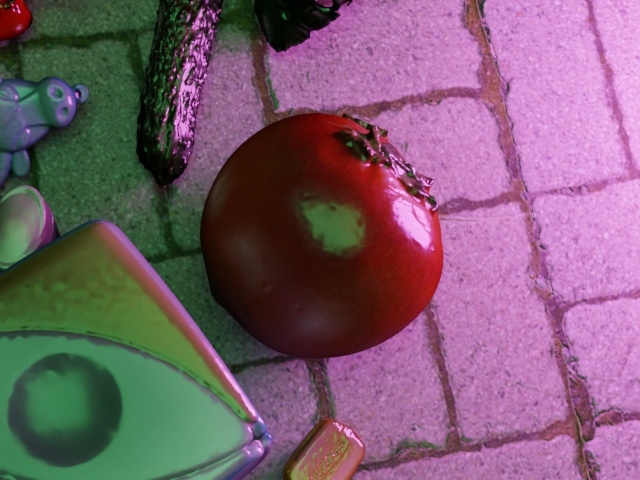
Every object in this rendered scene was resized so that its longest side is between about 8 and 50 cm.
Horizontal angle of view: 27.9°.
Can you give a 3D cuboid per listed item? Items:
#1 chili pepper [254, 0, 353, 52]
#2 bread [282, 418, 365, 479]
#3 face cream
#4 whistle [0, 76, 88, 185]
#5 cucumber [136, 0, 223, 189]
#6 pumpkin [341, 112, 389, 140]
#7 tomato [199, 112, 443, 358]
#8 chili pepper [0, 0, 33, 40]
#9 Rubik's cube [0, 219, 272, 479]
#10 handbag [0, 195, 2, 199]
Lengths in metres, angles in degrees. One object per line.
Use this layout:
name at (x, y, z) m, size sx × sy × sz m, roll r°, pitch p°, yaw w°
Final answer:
chili pepper at (0.009, -0.386, 1.827) m, size 0.148 × 0.116 × 0.264 m, roll 43°, pitch 75°, yaw 8°
bread at (0.003, 0.293, 1.691) m, size 0.082 × 0.056 × 0.115 m, roll 35°, pitch 70°, yaw -1°
face cream at (-0.363, 0.014, 1.612) m, size 0.073 × 0.269 × 0.107 m, roll 15°, pitch 76°, yaw -2°
whistle at (-0.446, -0.162, 1.741) m, size 0.274 × 0.093 × 0.186 m, roll -19°, pitch 105°, yaw -7°
cucumber at (-0.199, -0.246, 1.790) m, size 0.096 × 0.096 × 0.359 m, roll 12°, pitch 78°, yaw -3°
pumpkin at (0.050, -0.128, 1.801) m, size 0.074 × 0.054 × 0.083 m, roll 20°, pitch 80°, yaw 4°
tomato at (0.000, 0.000, 1.651) m, size 0.321 × 0.321 × 0.322 m, roll 1°, pitch 76°, yaw -6°
chili pepper at (-0.516, -0.299, 1.761) m, size 0.387 × 0.110 × 0.110 m, roll -22°, pitch 79°, yaw -8°
Rubik's cube at (-0.289, 0.218, 1.529) m, size 0.352 × 0.351 × 0.347 m, roll -35°, pitch 83°, yaw -15°
handbag at (-0.476, 0.021, 1.572) m, size 0.089 × 0.326 × 0.238 m, roll 21°, pitch 76°, yaw 6°
